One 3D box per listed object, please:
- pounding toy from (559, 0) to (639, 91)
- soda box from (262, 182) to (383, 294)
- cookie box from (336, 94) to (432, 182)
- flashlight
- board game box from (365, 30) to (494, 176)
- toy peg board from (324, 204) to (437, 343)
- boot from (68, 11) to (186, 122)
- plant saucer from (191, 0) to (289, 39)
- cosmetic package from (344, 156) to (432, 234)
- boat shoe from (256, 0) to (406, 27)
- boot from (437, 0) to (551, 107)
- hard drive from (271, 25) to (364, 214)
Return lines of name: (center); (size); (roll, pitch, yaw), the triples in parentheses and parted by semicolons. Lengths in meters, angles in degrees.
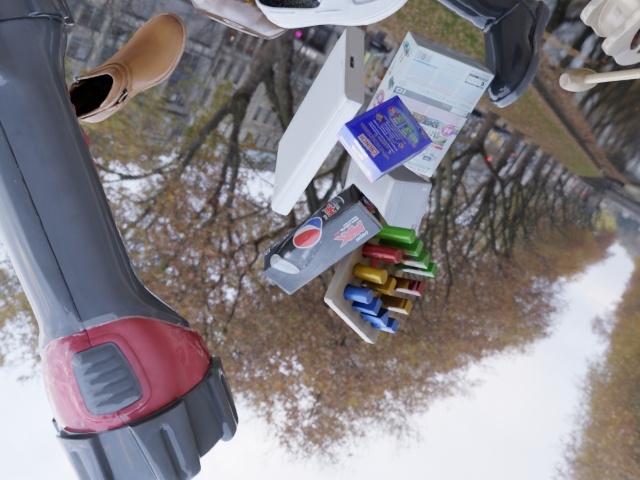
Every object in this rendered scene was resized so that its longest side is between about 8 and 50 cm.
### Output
pounding toy: (0.503, -0.318, 0.878); (0.154, 0.269, 0.155); (-11, -114, -29)
soda box: (0.000, 0.000, 0.800); (0.060, 0.169, 0.053); (42, -157, -28)
cookie box: (0.093, -0.149, 0.855); (0.107, 0.040, 0.092); (-32, -98, -26)
flashlight: (-0.136, -0.012, 0.322); (0.103, 0.304, 0.103); (-8, -165, 36)
board game box: (0.246, -0.327, 1.452); (0.224, 0.303, 0.098); (14, -145, -22)
toy peg board: (0.101, 0.058, 0.868); (0.079, 0.161, 0.161); (10, 156, 35)
boot: (-0.388, -0.340, 1.152); (0.109, 0.283, 0.220); (52, -172, -14)
plant saucer: (-0.153, -0.410, 1.071); (0.198, 0.036, 0.198); (21, -169, -4)
cosmetic package: (0.147, -0.114, 1.343); (0.107, 0.127, 0.238); (6, -160, -19)
boat shoe: (0.012, -0.289, 0.678); (0.184, 0.066, 0.063); (6, -173, 21)
boot: (0.353, -0.587, 1.465); (0.445, 0.146, 0.367); (33, -121, -19)
hard drive: (-0.008, -0.214, 1.086); (0.040, 0.307, 0.203); (18, -130, -19)
